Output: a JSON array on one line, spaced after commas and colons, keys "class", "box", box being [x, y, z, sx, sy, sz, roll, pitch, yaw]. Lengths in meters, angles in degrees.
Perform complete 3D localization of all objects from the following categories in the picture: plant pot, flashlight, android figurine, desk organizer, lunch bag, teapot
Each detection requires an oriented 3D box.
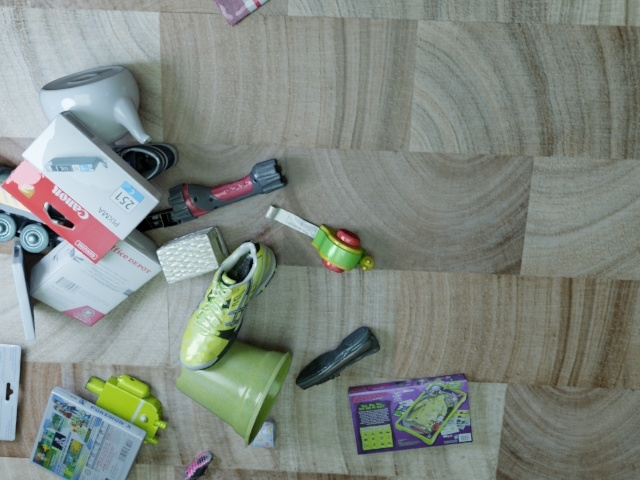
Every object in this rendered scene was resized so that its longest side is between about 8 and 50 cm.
[{"class": "plant pot", "box": [-0.249, 0.386, 1.694, 0.253, 0.276, 0.276, 23, 104, 8]}, {"class": "flashlight", "box": [-0.250, -0.140, 1.622, 0.303, 0.103, 0.103, -19, 100, 8]}, {"class": "android figurine", "box": [-0.595, 0.522, 1.831, 0.272, 0.056, 0.248, 31, 103, -4]}, {"class": "desk organizer", "box": [-0.449, -0.054, 1.677, 0.130, 0.050, 0.047, -13, 104, 6]}, {"class": "lunch bag", "box": [-0.171, 0.576, 1.829, 0.071, 0.053, 0.083, 0, 114, 4]}, {"class": "teapot", "box": [-0.567, -0.319, 1.531, 0.252, 0.256, 0.187, -15, 120, -8]}]

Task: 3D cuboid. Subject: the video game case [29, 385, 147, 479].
[{"class": "video game case", "box": [-0.702, 0.621, 1.824, 0.299, 0.036, 0.329, 28, 117, -1]}]

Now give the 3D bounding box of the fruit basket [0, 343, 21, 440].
[{"class": "fruit basket", "box": [-1.077, 0.431, 1.797, 0.352, 0.165, 0.327, 6, 106, -16]}]

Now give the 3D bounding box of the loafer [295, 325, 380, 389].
[{"class": "loafer", "box": [0.053, 0.357, 1.746, 0.267, 0.096, 0.084, -38, 106, 9]}]

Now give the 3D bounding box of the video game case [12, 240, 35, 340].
[{"class": "video game case", "box": [-0.794, 0.126, 1.628, 0.025, 0.285, 0.204, -10, 106, -24]}]

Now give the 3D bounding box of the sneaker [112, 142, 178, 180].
[{"class": "sneaker", "box": [-0.527, -0.196, 1.589, 0.281, 0.153, 0.099, -9, 107, 4]}]

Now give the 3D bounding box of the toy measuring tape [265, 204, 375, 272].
[{"class": "toy measuring tape", "box": [0.000, 0.000, 1.642, 0.329, 0.121, 0.122, 27, 104, -5]}]

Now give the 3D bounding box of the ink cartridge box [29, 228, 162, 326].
[{"class": "ink cartridge box", "box": [-0.601, 0.076, 1.642, 0.283, 0.117, 0.207, -37, 133, 10]}]

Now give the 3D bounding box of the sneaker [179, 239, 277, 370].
[{"class": "sneaker", "box": [-0.264, 0.158, 1.606, 0.145, 0.147, 0.385, 24, 75, 20]}]

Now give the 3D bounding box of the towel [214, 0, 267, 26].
[{"class": "towel", "box": [-0.157, -0.726, 1.501, 0.328, 0.037, 0.237, -33, 102, 10]}]

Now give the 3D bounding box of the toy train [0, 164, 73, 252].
[{"class": "toy train", "box": [-0.823, -0.091, 1.644, 0.333, 0.142, 0.190, 18, 95, -3]}]

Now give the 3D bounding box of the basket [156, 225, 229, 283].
[{"class": "basket", "box": [-0.350, 0.040, 1.666, 0.167, 0.103, 0.114, -18, 98, 7]}]

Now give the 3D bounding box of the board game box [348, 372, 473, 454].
[{"class": "board game box", "box": [0.267, 0.516, 1.801, 0.346, 0.056, 0.208, -7, 108, 4]}]

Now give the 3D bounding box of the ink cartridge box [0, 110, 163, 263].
[{"class": "ink cartridge box", "box": [-0.573, -0.110, 1.444, 0.261, 0.066, 0.296, -43, 107, 11]}]

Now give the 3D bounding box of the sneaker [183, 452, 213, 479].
[{"class": "sneaker", "box": [-0.368, 0.703, 1.879, 0.119, 0.047, 0.057, -42, 118, 13]}]
